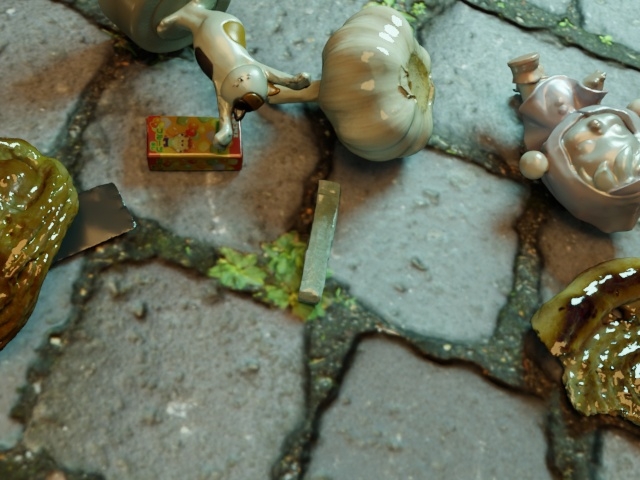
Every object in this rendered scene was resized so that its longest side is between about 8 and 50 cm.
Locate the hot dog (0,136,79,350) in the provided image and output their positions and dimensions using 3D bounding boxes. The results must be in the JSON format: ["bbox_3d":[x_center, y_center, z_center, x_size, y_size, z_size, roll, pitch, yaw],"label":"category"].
[{"bbox_3d":[-0.369,-0.008,0.804,0.175,0.114,0.259,20,67,-4],"label":"hot dog"}]

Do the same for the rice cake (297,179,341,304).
[{"bbox_3d":[-0.001,0.000,0.926,0.033,0.029,0.171,11,64,0],"label":"rice cake"}]

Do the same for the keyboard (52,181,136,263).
[{"bbox_3d":[-0.324,-0.004,0.883,0.196,0.015,0.074,-26,75,-19],"label":"keyboard"}]

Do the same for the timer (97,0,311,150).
[{"bbox_3d":[-0.141,-0.255,0.940,0.175,0.175,0.266,-31,73,-21],"label":"timer"}]

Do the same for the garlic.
[{"bbox_3d":[0.029,-0.188,0.975,0.226,0.199,0.199,-5,61,25],"label":"garlic"}]

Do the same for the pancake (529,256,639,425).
[{"bbox_3d":[0.373,0.103,0.924,0.212,0.056,0.257,21,63,1],"label":"pancake"}]

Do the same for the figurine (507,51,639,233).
[{"bbox_3d":[0.344,-0.137,0.997,0.200,0.133,0.276,-25,66,-7],"label":"figurine"}]

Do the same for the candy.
[{"bbox_3d":[-0.162,-0.124,0.953,0.122,0.038,0.062,-1,65,-10],"label":"candy"}]
